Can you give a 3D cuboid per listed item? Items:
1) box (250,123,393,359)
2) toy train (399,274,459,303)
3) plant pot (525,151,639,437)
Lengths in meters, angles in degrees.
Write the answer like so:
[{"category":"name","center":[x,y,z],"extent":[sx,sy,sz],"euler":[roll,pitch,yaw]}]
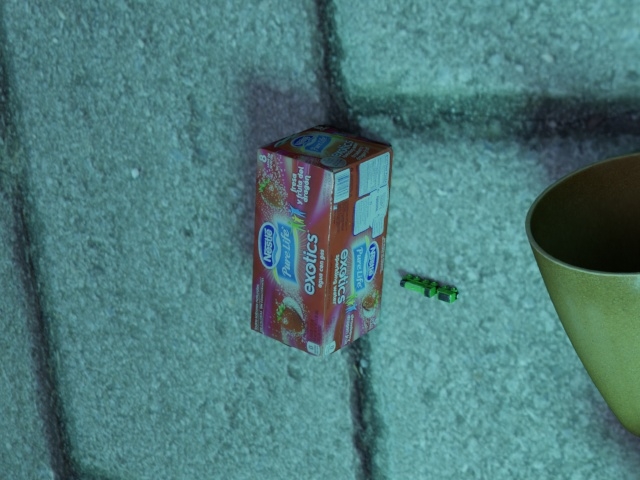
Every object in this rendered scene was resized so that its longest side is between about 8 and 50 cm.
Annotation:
[{"category":"box","center":[0.000,0.000,1.693],"extent":[0.122,0.128,0.257],"euler":[20,120,33]},{"category":"toy train","center":[0.133,0.060,1.677],"extent":[0.083,0.023,0.017],"euler":[16,117,34]},{"category":"plant pot","center":[0.345,0.074,1.388],"extent":[0.237,0.237,0.254],"euler":[10,127,37]}]
